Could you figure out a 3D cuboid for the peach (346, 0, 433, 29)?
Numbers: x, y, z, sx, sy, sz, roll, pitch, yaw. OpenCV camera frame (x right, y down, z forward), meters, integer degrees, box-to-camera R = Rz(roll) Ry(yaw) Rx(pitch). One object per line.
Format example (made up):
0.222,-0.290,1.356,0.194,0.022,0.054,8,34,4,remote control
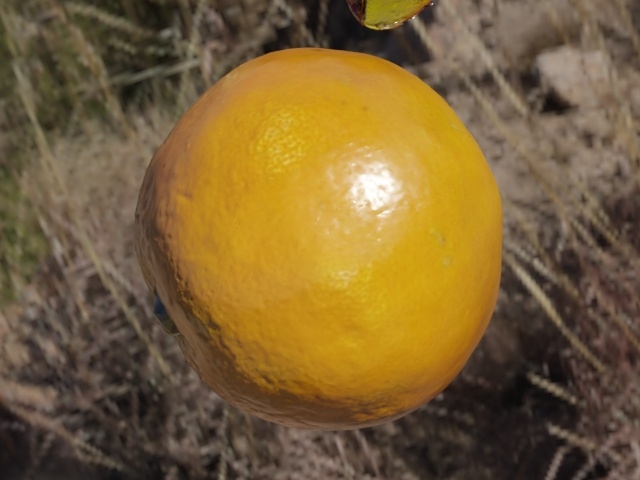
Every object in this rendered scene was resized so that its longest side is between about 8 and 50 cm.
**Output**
0.057,-0.217,1.410,0.083,0.077,0.050,-21,52,-27,peach

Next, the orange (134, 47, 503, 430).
0.000,0.000,1.361,0.312,0.312,0.312,-9,43,9,orange
